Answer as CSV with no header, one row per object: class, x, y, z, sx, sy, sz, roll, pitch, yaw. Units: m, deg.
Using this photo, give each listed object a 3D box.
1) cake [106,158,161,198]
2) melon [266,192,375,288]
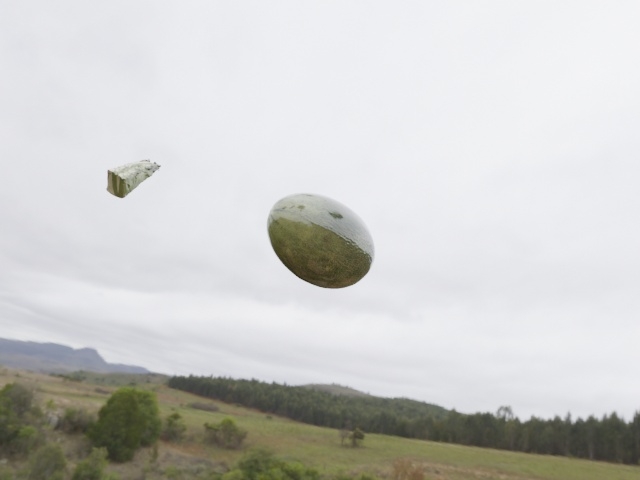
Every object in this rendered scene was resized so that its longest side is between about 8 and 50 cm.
cake,-0.398,-0.149,1.060,0.051,0.140,0.055,22,-47,10
melon,0.000,0.000,0.549,0.131,0.098,0.098,33,-23,-12
